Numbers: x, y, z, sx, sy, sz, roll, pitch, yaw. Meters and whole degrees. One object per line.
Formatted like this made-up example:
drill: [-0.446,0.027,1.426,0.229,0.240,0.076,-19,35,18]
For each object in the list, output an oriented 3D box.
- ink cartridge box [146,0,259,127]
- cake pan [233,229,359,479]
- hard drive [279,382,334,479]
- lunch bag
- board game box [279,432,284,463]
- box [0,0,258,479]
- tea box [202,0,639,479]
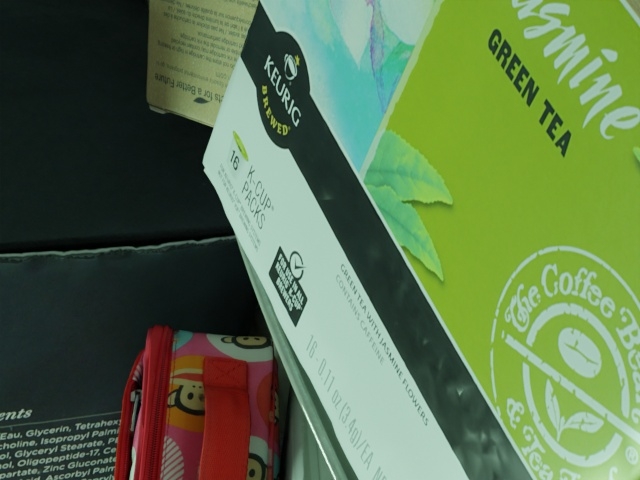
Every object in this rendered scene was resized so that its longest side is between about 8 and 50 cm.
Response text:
ink cartridge box: [-0.008,-0.157,1.040,0.235,0.088,0.193,22,116,45]
cake pan: [0.027,0.081,0.951,0.293,0.054,0.293,-24,-90,-87]
hard drive: [-0.008,0.219,1.037,0.307,0.040,0.203,-98,14,-76]
lunch bag: [-0.085,0.208,1.108,0.258,0.120,0.293,105,170,-46]
board game box: [-0.045,0.185,1.269,0.090,0.020,0.090,28,119,55]
box: [-0.299,0.032,1.405,0.480,0.297,0.472,58,143,41]
tea box: [0.138,-0.039,0.707,0.329,0.220,0.323,61,142,35]
